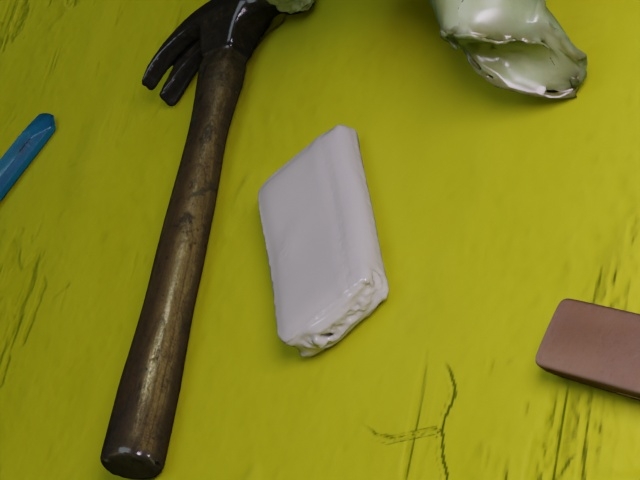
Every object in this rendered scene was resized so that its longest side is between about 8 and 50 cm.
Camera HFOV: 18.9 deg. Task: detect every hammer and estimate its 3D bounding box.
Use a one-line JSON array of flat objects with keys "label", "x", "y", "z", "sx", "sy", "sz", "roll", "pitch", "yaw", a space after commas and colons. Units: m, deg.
[{"label": "hammer", "x": -0.104, "y": -0.019, "z": 1.503, "sx": 0.168, "sy": 0.044, "sz": 0.440, "roll": -22, "pitch": 45, "yaw": 39}]

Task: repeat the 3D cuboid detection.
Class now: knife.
[{"label": "knife", "x": -0.341, "y": 0.000, "z": 1.805, "sx": 0.296, "sy": 0.026, "sz": 0.044, "roll": -51, "pitch": 36, "yaw": 2}]

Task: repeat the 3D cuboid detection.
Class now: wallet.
[{"label": "wallet", "x": 0.000, "y": 0.000, "z": 1.368, "sx": 0.095, "sy": 0.033, "sz": 0.190, "roll": -39, "pitch": 36, "yaw": 26}]

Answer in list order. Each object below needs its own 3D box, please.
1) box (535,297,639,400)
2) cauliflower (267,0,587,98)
[{"label": "box", "x": 0.173, "y": 0.064, "z": 1.102, "sx": 0.115, "sy": 0.025, "sz": 0.048, "roll": 12, "pitch": 76, "yaw": 55}, {"label": "cauliflower", "x": 0.063, "y": -0.250, "z": 1.300, "sx": 0.281, "sy": 0.260, "sz": 0.327, "roll": -90, "pitch": 19, "yaw": -45}]
